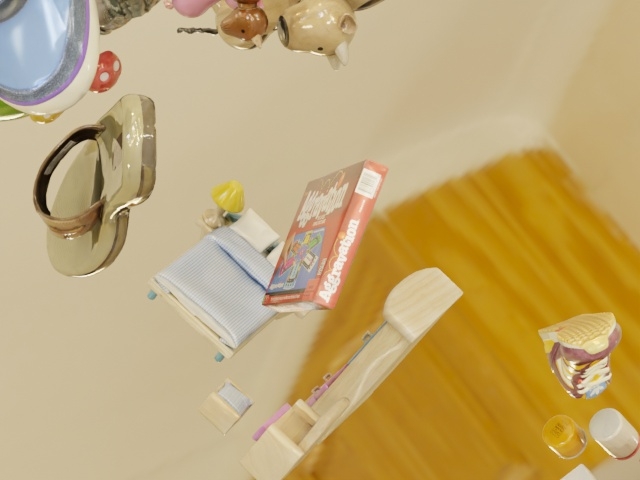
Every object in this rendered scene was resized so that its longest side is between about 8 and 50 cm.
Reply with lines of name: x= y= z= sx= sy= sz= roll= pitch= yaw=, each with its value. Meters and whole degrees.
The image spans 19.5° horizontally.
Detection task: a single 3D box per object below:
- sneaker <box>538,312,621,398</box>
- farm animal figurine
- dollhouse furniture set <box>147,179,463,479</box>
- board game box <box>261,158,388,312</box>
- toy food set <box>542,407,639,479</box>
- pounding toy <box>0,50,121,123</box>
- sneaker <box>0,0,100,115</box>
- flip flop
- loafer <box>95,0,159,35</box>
sneaker: x=0.281 y=0.124 z=1.943 sx=0.069 sy=0.084 sz=0.185 roll=-22 pitch=2 yaw=-2
farm animal figurine: x=0.009 y=-0.271 z=1.943 sx=0.326 sy=0.172 sz=0.330 roll=-27 pitch=7 yaw=-2
dollhouse furniture set: x=-0.050 y=0.059 z=2.076 sx=0.198 sy=0.303 sz=0.286 roll=-51 pitch=-8 yaw=33
board game box: x=0.000 y=0.000 z=1.864 sx=0.281 sy=0.027 sz=0.145 roll=165 pitch=128 yaw=-78
toy food set: x=0.332 y=0.277 z=1.976 sx=0.111 sy=0.232 sz=0.104 roll=-40 pitch=-45 yaw=7
pounding toy: x=-0.299 y=-0.192 z=2.030 sx=0.183 sy=0.110 sz=0.237 roll=-53 pitch=-16 yaw=-3
sneaker: x=-0.292 y=-0.256 z=1.392 sx=0.130 sy=0.323 sz=0.236 roll=-23 pitch=-11 yaw=14
flip flop: x=-0.206 y=-0.048 z=1.620 sx=0.080 sy=0.112 sz=0.277 roll=-3 pitch=-16 yaw=-21
loafer: x=-0.213 y=-0.291 z=2.061 sx=0.084 sy=0.096 sz=0.267 roll=-19 pitch=11 yaw=9
